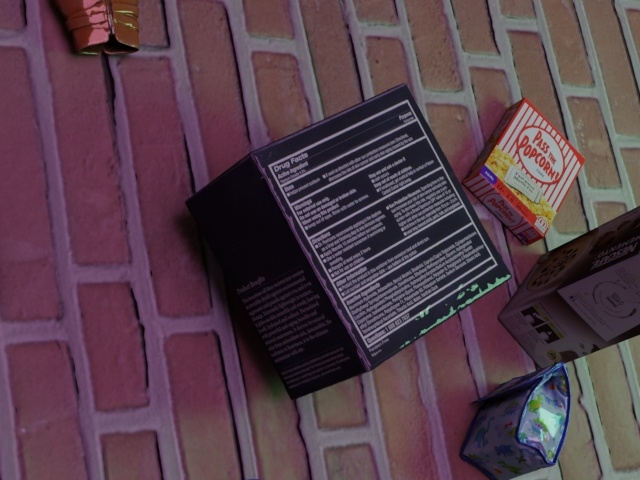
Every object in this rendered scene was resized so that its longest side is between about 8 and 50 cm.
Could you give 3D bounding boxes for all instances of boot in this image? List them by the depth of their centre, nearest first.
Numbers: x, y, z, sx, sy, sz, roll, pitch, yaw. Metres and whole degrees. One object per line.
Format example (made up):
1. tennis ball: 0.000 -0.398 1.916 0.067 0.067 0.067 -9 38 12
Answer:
1. boot: -0.258 -0.321 1.769 0.197 0.073 0.152 -13 77 -25

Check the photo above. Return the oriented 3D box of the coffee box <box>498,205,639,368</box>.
1. coffee box: 0.420 0.059 1.931 0.119 0.297 0.168 48 52 -8

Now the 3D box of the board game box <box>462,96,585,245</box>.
1. board game box: 0.320 -0.109 2.095 0.147 0.045 0.193 43 52 -12

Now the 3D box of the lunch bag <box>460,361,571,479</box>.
1. lunch bag: 0.277 0.244 1.861 0.096 0.129 0.151 39 54 -16

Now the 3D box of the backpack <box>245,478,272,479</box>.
1. backpack: -0.063 0.337 1.612 0.114 0.084 0.105 14 61 -27

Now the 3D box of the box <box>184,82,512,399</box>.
1. box: 0.038 -0.002 1.715 0.296 0.182 0.294 -28 90 -40
